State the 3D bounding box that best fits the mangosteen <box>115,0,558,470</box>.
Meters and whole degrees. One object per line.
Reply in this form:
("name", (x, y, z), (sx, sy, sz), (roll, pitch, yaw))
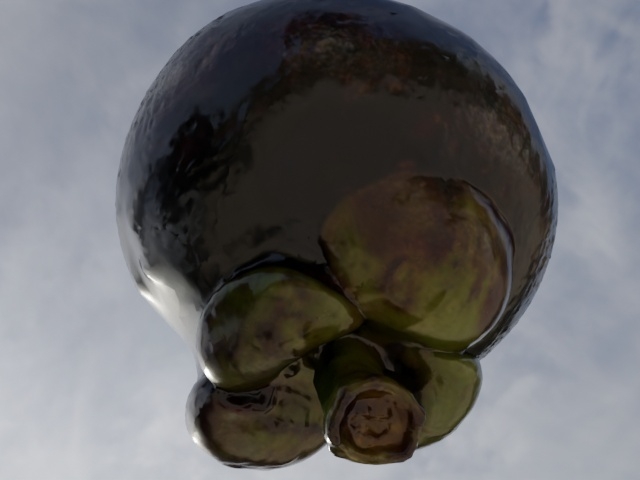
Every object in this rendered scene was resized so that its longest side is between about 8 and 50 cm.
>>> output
("mangosteen", (0.003, 0.000, 0.575), (0.297, 0.297, 0.313), (24, -104, -37))
